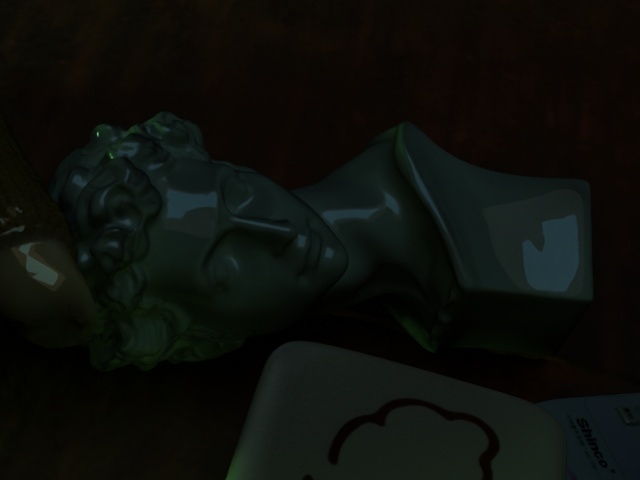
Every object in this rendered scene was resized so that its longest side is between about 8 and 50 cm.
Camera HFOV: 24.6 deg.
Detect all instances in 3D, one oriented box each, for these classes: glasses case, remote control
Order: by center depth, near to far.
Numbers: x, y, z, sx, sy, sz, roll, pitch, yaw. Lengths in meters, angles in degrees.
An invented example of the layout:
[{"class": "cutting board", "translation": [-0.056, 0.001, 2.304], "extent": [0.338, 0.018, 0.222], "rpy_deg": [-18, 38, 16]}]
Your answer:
[{"class": "glasses case", "translation": [0.007, 0.186, 0.545], "extent": [0.144, 0.076, 0.336], "rpy_deg": [15, 41, 1]}, {"class": "remote control", "translation": [0.173, 0.104, 0.720], "extent": [0.166, 0.029, 0.065], "rpy_deg": [-1, 44, -24]}]

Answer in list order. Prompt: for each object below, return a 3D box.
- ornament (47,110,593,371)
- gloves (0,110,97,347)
[{"class": "ornament", "translation": [-0.001, 0.003, 0.722], "extent": [0.285, 0.130, 0.120], "rpy_deg": [3, 59, -25]}, {"class": "gloves", "translation": [-0.222, -0.001, 0.629], "extent": [0.203, 0.155, 0.356], "rpy_deg": [0, 27, -26]}]
